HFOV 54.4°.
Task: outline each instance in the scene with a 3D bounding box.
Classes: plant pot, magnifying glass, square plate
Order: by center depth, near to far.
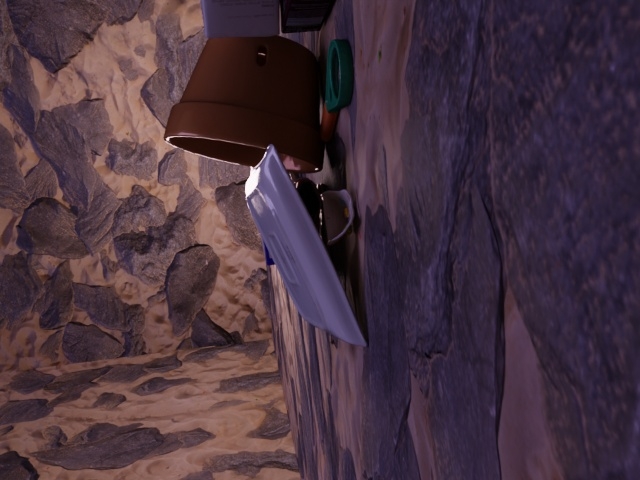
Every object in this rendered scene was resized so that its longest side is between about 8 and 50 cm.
[{"bbox_3d":[0.021,-0.221,0.965,0.231,0.026,0.092,111,151,-69],"label":"magnifying glass"},{"bbox_3d":[-0.048,0.021,1.101,0.347,0.049,0.344,65,169,-4],"label":"square plate"},{"bbox_3d":[-0.121,-0.251,1.136,0.291,0.291,0.203,175,105,-82],"label":"plant pot"}]

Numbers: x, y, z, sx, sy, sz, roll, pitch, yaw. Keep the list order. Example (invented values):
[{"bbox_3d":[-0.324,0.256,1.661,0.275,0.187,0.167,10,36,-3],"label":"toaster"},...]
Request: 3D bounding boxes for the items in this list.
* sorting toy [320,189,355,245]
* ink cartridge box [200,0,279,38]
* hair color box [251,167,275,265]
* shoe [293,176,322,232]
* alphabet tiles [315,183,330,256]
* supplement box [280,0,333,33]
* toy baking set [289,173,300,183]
[{"bbox_3d":[0.034,-0.042,0.947,0.075,0.045,0.083,134,130,-70],"label":"sorting toy"},{"bbox_3d":[-0.137,-0.505,0.965,0.306,0.131,0.226,96,165,-49],"label":"ink cartridge box"},{"bbox_3d":[-0.135,-0.120,1.790,0.185,0.110,0.338,89,173,-54],"label":"hair color box"},{"bbox_3d":[-0.030,-0.037,1.239,0.081,0.064,0.177,-138,46,-82],"label":"shoe"},{"bbox_3d":[0.000,0.000,1.314,0.198,0.009,0.237,-159,63,-80],"label":"alphabet tiles"},{"bbox_3d":[-0.021,-0.413,0.933,0.239,0.073,0.130,-178,83,-81],"label":"supplement box"},{"bbox_3d":[-0.058,-0.139,1.550,0.256,0.030,0.196,91,165,-75],"label":"toy baking set"}]
